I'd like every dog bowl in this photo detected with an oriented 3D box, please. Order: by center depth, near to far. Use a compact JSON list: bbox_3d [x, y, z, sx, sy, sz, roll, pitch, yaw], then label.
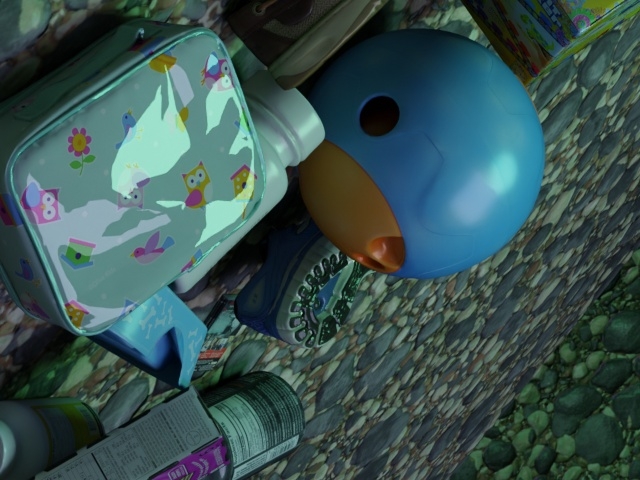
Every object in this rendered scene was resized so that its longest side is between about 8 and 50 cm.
[{"bbox_3d":[-0.210,0.069,1.679,0.074,0.166,0.297,-59,160,-11],"label":"dog bowl"}]

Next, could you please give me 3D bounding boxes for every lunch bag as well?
[{"bbox_3d":[-0.184,-0.069,1.478,0.279,0.108,0.224,-40,124,-32],"label":"lunch bag"}]

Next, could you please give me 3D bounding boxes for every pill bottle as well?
[{"bbox_3d":[-0.109,-0.066,1.684,0.229,0.131,0.131,-45,158,-16],"label":"pill bottle"},{"bbox_3d":[-0.322,0.224,1.771,0.103,0.103,0.184,-56,158,12],"label":"pill bottle"},{"bbox_3d":[-0.139,0.268,2.175,0.246,0.130,0.130,-21,144,-51],"label":"pill bottle"}]

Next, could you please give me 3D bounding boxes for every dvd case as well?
[{"bbox_3d":[-0.134,0.121,2.106,0.119,0.013,0.087,-55,159,14],"label":"dvd case"}]

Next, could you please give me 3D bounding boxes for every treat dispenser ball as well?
[{"bbox_3d":[0.113,-0.099,1.860,0.288,0.288,0.288,-42,157,-22],"label":"treat dispenser ball"}]

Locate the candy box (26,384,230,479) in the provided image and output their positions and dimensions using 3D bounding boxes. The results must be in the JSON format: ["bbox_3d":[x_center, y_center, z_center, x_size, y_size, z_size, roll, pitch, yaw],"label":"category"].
[{"bbox_3d":[-0.216,0.257,1.743,0.233,0.071,0.159,-29,164,-9],"label":"candy box"}]

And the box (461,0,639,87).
[{"bbox_3d":[0.325,-0.348,1.847,0.290,0.177,0.279,-35,178,-9],"label":"box"}]

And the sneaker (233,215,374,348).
[{"bbox_3d":[0.000,0.000,2.040,0.330,0.147,0.129,-48,132,-40],"label":"sneaker"}]

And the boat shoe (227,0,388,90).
[{"bbox_3d":[0.049,-0.307,1.620,0.342,0.123,0.123,-44,-175,7],"label":"boat shoe"}]
